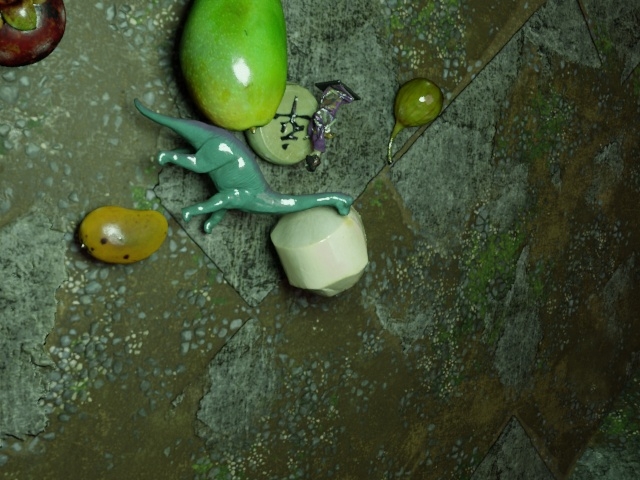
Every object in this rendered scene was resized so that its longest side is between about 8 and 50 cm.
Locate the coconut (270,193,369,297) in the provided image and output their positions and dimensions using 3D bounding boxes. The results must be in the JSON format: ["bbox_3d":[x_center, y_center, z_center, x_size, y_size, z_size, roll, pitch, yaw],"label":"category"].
[{"bbox_3d":[-0.001,0.002,1.432,0.241,0.241,0.241,-7,102,-32],"label":"coconut"}]

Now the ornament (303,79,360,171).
[{"bbox_3d":[0.000,-0.249,1.388,0.088,0.081,0.203,26,85,-39],"label":"ornament"}]

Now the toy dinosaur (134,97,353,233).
[{"bbox_3d":[-0.143,-0.168,1.274,0.330,0.129,0.384,-20,115,6],"label":"toy dinosaur"}]

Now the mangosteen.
[{"bbox_3d":[-0.517,-0.384,1.040,0.199,0.199,0.200,-7,102,-32],"label":"mangosteen"}]

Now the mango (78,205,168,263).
[{"bbox_3d":[-0.393,-0.010,1.257,0.178,0.090,0.115,4,89,-42],"label":"mango"}]

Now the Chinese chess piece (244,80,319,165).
[{"bbox_3d":[-0.082,-0.265,1.418,0.188,0.083,0.189,-6,101,-37],"label":"Chinese chess piece"}]

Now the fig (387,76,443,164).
[{"bbox_3d":[0.225,-0.307,1.619,0.124,0.124,0.236,17,113,-34],"label":"fig"}]

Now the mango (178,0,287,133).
[{"bbox_3d":[-0.172,-0.407,1.259,0.225,0.201,0.382,2,86,-32],"label":"mango"}]
